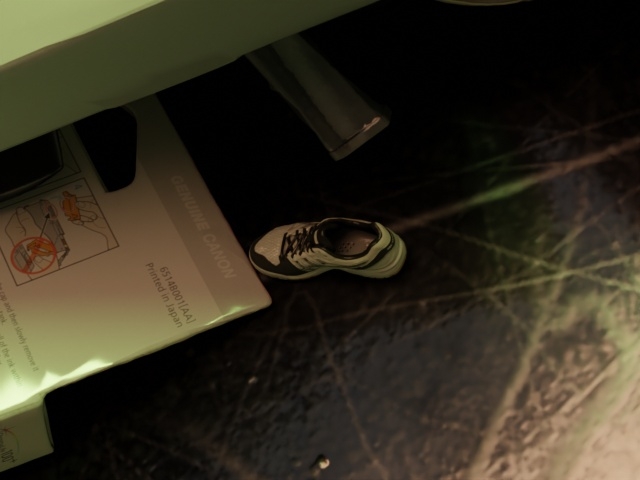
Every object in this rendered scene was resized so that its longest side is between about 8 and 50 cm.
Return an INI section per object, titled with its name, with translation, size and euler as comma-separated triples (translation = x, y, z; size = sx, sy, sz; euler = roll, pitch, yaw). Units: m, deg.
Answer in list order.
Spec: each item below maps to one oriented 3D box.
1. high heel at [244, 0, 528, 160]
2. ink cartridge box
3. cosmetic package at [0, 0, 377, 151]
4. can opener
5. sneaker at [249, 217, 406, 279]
[high heel]
translation = 0.043, -0.189, 0.667
size = 0.261, 0.093, 0.186
euler = -41, 99, 5
[ink cartridge box]
translation = -0.206, -0.015, 0.744
size = 0.261, 0.066, 0.296
euler = -20, 59, -18
[cosmetic package]
translation = -0.129, -0.252, 0.634
size = 0.284, 0.097, 0.377
euler = -20, 75, 20
[can opener]
translation = -0.135, -0.081, 0.729
size = 0.186, 0.073, 0.059
euler = -28, 21, -22
[sneaker]
translation = 0.000, 0.000, 0.677
size = 0.083, 0.037, 0.032
euler = -3, 68, 21
